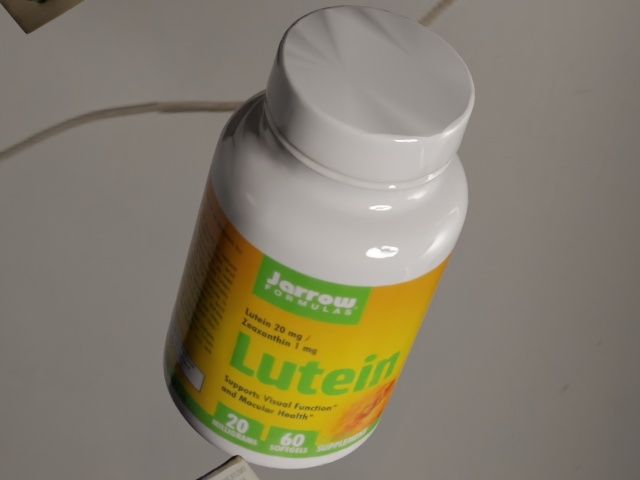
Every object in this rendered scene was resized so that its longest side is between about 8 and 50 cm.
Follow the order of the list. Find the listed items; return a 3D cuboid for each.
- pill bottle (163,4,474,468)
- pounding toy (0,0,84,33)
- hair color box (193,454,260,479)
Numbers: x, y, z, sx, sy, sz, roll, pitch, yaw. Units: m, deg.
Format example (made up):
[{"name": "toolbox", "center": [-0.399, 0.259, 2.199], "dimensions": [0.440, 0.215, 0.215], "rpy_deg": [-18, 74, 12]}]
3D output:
[{"name": "pill bottle", "center": [0.000, 0.000, 0.879], "dimensions": [0.136, 0.136, 0.246], "rpy_deg": [31, 135, 13]}, {"name": "pounding toy", "center": [-0.152, -0.195, 0.949], "dimensions": [0.100, 0.141, 0.130], "rpy_deg": [52, 150, -15]}, {"name": "hair color box", "center": [0.011, 0.270, 0.759], "dimensions": [0.110, 0.185, 0.339], "rpy_deg": [-39, 84, 3]}]
